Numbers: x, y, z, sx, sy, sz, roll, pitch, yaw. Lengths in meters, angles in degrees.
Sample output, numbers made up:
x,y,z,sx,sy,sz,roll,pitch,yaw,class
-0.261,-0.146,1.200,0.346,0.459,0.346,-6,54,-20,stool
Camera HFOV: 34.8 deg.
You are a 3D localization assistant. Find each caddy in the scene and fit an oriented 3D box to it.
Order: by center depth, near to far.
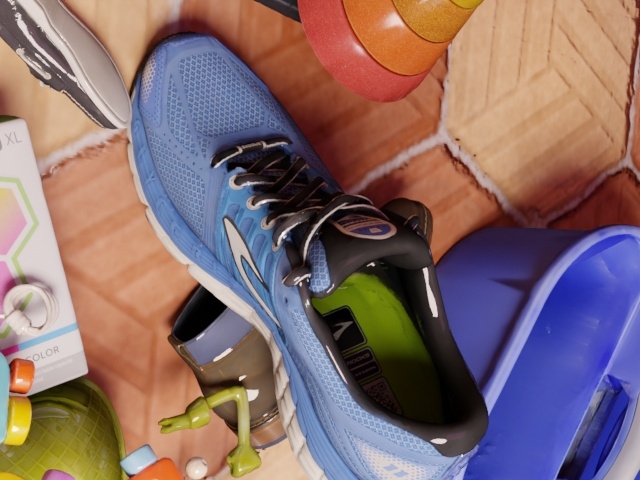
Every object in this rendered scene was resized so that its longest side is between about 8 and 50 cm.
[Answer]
x,y,z,sx,sy,sz,roll,pitch,yaw,class
0.181,0.144,0.812,0.241,0.179,0.341,40,72,-35,caddy

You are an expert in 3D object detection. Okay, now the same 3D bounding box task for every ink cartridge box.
x,y,z,sx,sy,sz,roll,pitch,yaw,class
-0.210,-0.009,0.559,0.109,0.062,0.209,-20,108,-33,ink cartridge box

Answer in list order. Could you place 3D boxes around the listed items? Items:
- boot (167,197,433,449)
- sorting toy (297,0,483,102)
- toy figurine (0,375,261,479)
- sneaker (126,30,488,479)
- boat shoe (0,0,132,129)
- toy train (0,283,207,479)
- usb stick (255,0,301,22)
x,y,z,sx,sy,sz,roll,pitch,yaw,class
-0.008,0.031,0.710,0.219,0.082,0.106,-52,126,-18,boot
-0.003,-0.252,0.604,0.365,0.126,0.127,52,51,-20,sorting toy
-0.104,0.262,0.547,0.191,0.217,0.362,1,90,-12,toy figurine
0.000,0.000,0.613,0.130,0.147,0.330,-27,77,-31,sneaker
-0.158,-0.112,0.600,0.125,0.038,0.046,53,23,-36,boat shoe
-0.143,0.112,0.538,0.166,0.046,0.125,53,45,3,toy train
-0.062,-0.204,0.656,0.278,0.045,0.077,18,81,-37,usb stick
